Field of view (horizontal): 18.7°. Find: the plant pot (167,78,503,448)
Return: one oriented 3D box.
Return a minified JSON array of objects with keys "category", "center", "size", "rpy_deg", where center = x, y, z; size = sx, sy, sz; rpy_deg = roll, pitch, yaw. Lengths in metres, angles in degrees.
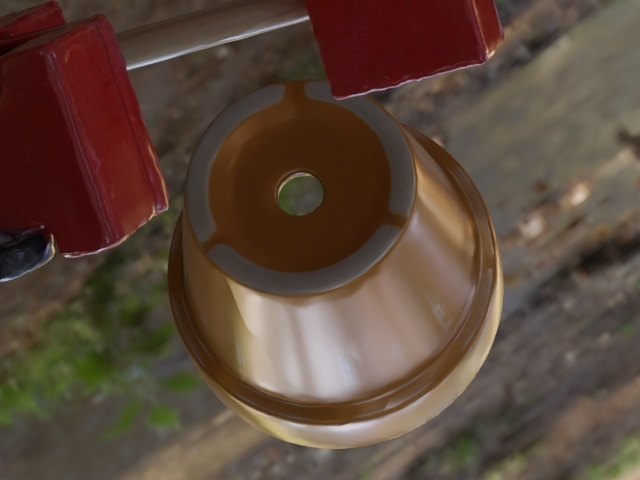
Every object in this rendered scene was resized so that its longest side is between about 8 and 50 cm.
[{"category":"plant pot","center":[0.000,0.000,1.138],"size":[0.205,0.205,0.188],"rpy_deg":[-34,159,-5]}]

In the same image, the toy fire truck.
[{"category":"toy fire truck","center":[-0.066,-0.032,0.444],"size":[0.192,0.047,0.135],"rpy_deg":[-11,-164,23]}]
